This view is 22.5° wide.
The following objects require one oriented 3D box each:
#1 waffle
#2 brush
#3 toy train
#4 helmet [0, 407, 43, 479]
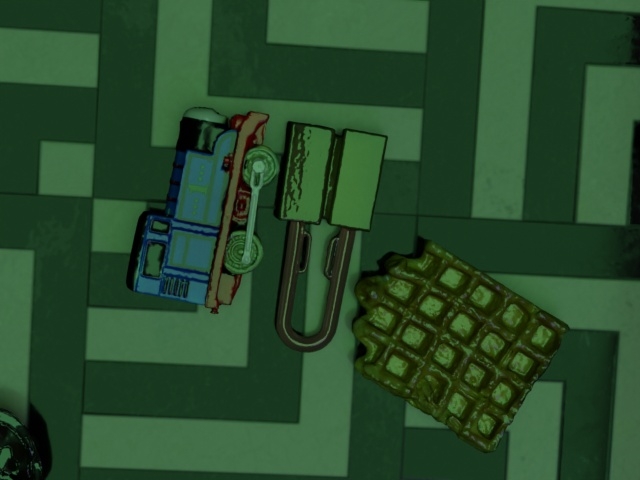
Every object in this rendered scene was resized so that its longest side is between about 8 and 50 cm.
[{"bbox_3d":[0.124,0.100,1.652,0.211,0.055,0.160,31,90,-7],"label":"waffle"},{"bbox_3d":[0.000,0.000,1.638,0.103,0.047,0.233,9,94,-6],"label":"brush"},{"bbox_3d":[-0.114,-0.035,1.608,0.131,0.083,0.204,11,92,-4],"label":"toy train"},{"bbox_3d":[-0.327,0.225,1.613,0.098,0.070,0.123,-16,88,-10],"label":"helmet"}]
